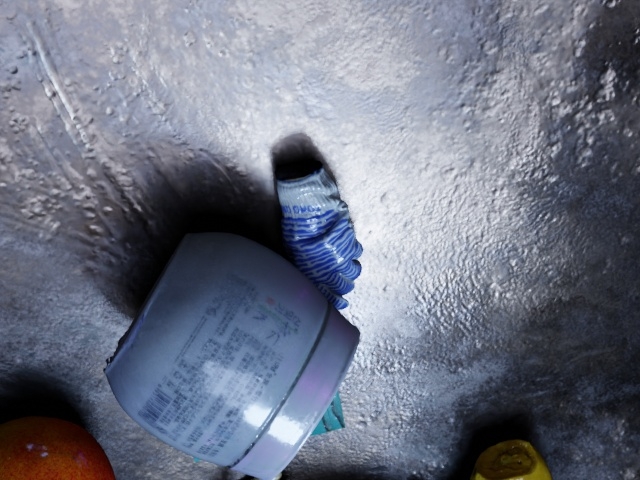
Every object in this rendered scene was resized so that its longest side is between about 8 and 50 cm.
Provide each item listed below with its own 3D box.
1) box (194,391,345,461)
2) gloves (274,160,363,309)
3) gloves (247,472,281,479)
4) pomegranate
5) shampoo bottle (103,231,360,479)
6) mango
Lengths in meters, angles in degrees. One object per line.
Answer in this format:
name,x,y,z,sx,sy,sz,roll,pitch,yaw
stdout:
box,-0.087,0.222,1.539,0.226,0.042,0.161,-13,119,-2
gloves,-0.003,0.001,1.418,0.119,0.097,0.229,-4,128,27
gloves,-0.107,0.426,1.627,0.129,0.106,0.181,29,81,-22
pomegranate,-0.405,0.342,1.462,0.256,0.221,0.221,12,115,-4
shampoo bottle,-0.109,0.144,1.353,0.266,0.273,0.273,34,108,-8
mango,0.262,0.461,1.665,0.187,0.144,0.359,11,115,-31
